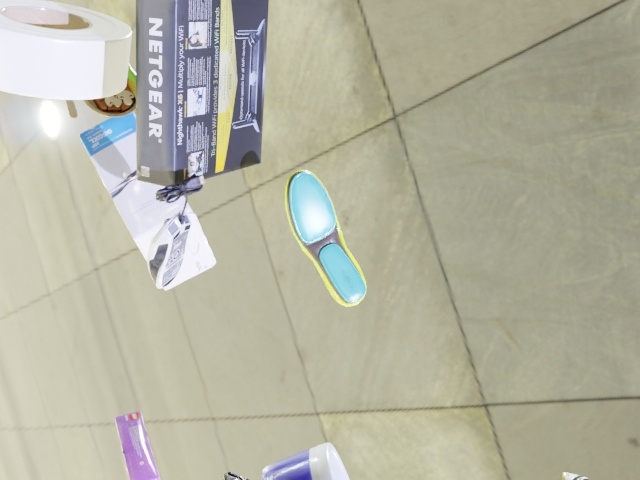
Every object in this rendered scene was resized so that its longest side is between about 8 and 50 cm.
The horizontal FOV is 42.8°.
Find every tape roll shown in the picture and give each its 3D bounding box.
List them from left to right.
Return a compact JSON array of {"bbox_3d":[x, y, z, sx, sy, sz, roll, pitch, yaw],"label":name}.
[{"bbox_3d":[-0.466,-0.328,1.375,0.286,0.286,0.100,36,123,40],"label":"tape roll"}]

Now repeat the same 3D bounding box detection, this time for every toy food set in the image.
[{"bbox_3d":[-0.425,-0.310,1.649,0.038,0.192,0.132,-47,60,55],"label":"toy food set"}]

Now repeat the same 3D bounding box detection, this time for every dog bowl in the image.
[{"bbox_3d":[0.008,0.434,1.170,0.265,0.104,0.265,-20,-90,-88],"label":"dog bowl"}]

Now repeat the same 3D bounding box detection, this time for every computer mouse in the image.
[{"bbox_3d":[-0.227,-0.012,1.218,0.042,0.106,0.193,26,120,10],"label":"computer mouse"}]

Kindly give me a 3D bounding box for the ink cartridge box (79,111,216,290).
[{"bbox_3d":[-0.456,-0.107,2.169,0.395,0.166,0.285,55,169,30],"label":"ink cartridge box"}]

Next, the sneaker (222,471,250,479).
[{"bbox_3d":[-0.131,0.534,1.700,0.087,0.227,0.130,-121,21,-53],"label":"sneaker"}]

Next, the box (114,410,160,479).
[{"bbox_3d":[-0.346,0.518,1.624,0.201,0.057,0.293,-128,31,-55],"label":"box"}]

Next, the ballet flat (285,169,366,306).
[{"bbox_3d":[0.000,0.000,1.292,0.231,0.077,0.077,64,167,-7],"label":"ballet flat"}]

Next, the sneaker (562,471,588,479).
[{"bbox_3d":[0.326,0.325,1.034,0.036,0.083,0.032,3,117,15],"label":"sneaker"}]

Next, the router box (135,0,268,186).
[{"bbox_3d":[-0.184,-0.256,1.295,0.081,0.243,0.309,14,110,27],"label":"router box"}]
